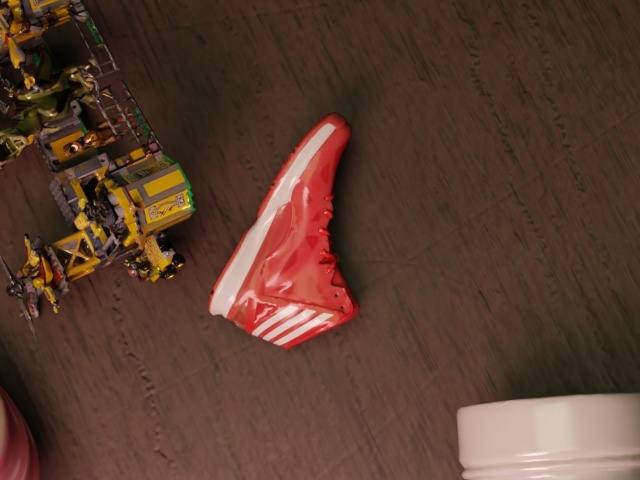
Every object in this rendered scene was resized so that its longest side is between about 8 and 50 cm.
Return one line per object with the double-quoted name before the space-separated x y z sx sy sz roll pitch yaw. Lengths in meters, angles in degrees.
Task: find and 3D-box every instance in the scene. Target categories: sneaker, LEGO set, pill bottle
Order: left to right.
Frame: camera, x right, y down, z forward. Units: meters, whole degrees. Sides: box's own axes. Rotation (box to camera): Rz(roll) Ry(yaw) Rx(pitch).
"LEGO set" -0.277 -0.081 1.465 0.192 0.255 0.331 -26 90 -25
"sneaker" 0.000 0.000 1.519 0.128 0.087 0.221 31 99 2
"pill bottle" 0.215 0.314 1.373 0.204 0.204 0.361 -5 81 7

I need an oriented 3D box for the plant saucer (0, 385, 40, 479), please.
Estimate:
"plant saucer" -0.404 0.173 1.419 0.332 0.332 0.084 27 123 10
